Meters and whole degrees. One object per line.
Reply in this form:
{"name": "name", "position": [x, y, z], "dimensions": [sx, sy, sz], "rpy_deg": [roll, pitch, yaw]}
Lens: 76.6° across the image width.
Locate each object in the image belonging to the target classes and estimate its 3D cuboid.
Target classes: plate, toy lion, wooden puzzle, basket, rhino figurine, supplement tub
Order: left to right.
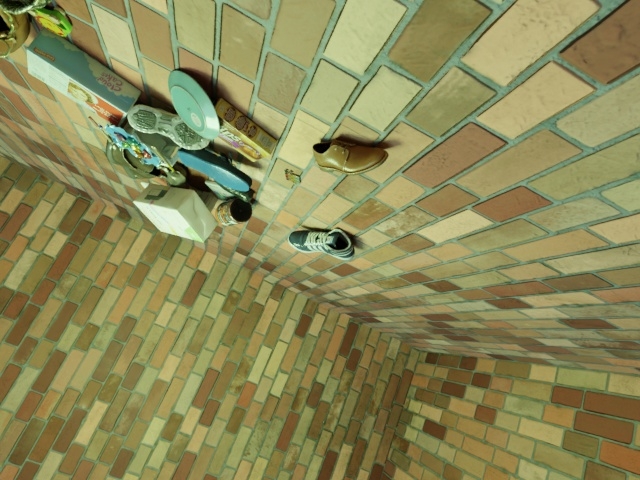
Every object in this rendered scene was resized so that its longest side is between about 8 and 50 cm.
{"name": "toy lion", "position": [-0.648, -0.531, 0.984], "dimensions": [0.100, 0.034, 0.096], "rpy_deg": [21, 170, 6]}
{"name": "basket", "position": [-0.537, -0.329, 1.303], "dimensions": [0.103, 0.113, 0.167], "rpy_deg": [14, 160, 39]}
{"name": "rhino figurine", "position": [-0.597, -0.255, 1.662], "dimensions": [0.106, 0.073, 0.243], "rpy_deg": [29, 163, -9]}
{"name": "plate", "position": [-0.332, -0.339, 1.039], "dimensions": [0.188, 0.024, 0.188], "rpy_deg": [32, 148, 23]}
{"name": "supplement tub", "position": [-0.365, -0.114, 1.665], "dimensions": [0.106, 0.106, 0.198], "rpy_deg": [33, 160, -28]}
{"name": "wooden puzzle", "position": [-0.088, -0.200, 1.288], "dimensions": [0.049, 0.006, 0.083], "rpy_deg": [21, 162, 8]}

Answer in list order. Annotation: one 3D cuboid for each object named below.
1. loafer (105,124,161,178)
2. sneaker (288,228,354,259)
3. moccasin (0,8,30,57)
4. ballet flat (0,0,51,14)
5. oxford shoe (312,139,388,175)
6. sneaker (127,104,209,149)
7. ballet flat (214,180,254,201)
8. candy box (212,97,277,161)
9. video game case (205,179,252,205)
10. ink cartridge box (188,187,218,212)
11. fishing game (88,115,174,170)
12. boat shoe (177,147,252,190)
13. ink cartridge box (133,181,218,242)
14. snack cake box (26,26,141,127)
{"name": "loafer", "position": [-0.681, -0.326, 1.509], "dimensions": [0.130, 0.134, 0.366], "rpy_deg": [6, 172, -6]}
{"name": "sneaker", "position": [0.000, 0.000, 1.609], "dimensions": [0.282, 0.099, 0.153], "rpy_deg": [13, 166, 8]}
{"name": "moccasin", "position": [-0.762, -0.527, 0.936], "dimensions": [0.139, 0.147, 0.380], "rpy_deg": [35, 159, -34]}
{"name": "ballet flat", "position": [-0.455, -0.483, 0.622], "dimensions": [0.164, 0.182, 0.483], "rpy_deg": [35, 159, -32]}
{"name": "oxford shoe", "position": [0.062, -0.207, 0.976], "dimensions": [0.212, 0.076, 0.076], "rpy_deg": [8, 146, 39]}
{"name": "sneaker", "position": [-0.444, -0.347, 1.207], "dimensions": [0.232, 0.090, 0.115], "rpy_deg": [19, -162, -29]}
{"name": "ballet flat", "position": [-0.334, -0.205, 1.544], "dimensions": [0.173, 0.049, 0.057], "rpy_deg": [31, 166, -4]}
{"name": "candy box", "position": [-0.223, -0.295, 1.102], "dimensions": [0.186, 0.053, 0.109], "rpy_deg": [32, 161, -31]}
{"name": "video game case", "position": [-0.374, -0.191, 1.658], "dimensions": [0.157, 0.019, 0.143], "rpy_deg": [15, 161, 22]}
{"name": "ink cartridge box", "position": [-0.537, -0.167, 1.797], "dimensions": [0.135, 0.099, 0.056], "rpy_deg": [15, 161, 26]}
{"name": "fishing game", "position": [-0.577, -0.280, 1.240], "dimensions": [0.264, 0.041, 0.189], "rpy_deg": [26, 163, 11]}
{"name": "boat shoe", "position": [-0.330, -0.254, 1.312], "dimensions": [0.258, 0.089, 0.109], "rpy_deg": [30, 149, -5]}
{"name": "ink cartridge box", "position": [-0.633, -0.124, 1.715], "dimensions": [0.353, 0.119, 0.207], "rpy_deg": [12, 147, 32]}
{"name": "snack cake box", "position": [-0.663, -0.448, 1.144], "dimensions": [0.264, 0.089, 0.152], "rpy_deg": [33, 159, -29]}
